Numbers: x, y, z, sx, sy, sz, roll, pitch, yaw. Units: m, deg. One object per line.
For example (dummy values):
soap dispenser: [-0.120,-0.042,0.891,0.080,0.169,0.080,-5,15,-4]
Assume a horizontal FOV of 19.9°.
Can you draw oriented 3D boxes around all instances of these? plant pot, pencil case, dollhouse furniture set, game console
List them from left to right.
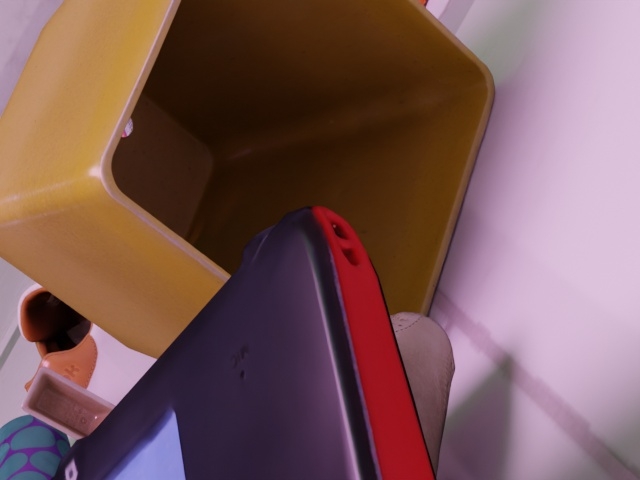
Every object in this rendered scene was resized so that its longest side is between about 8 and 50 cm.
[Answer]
pencil case: [-0.227,0.196,1.422,0.070,0.064,0.152,-42,19,8]
dollhouse furniture set: [-0.141,0.138,1.174,0.081,0.114,0.091,-17,44,61]
game console: [-0.063,0.224,0.671,0.386,0.060,0.342,-47,48,40]
plant pot: [-0.064,-0.043,0.967,0.187,0.212,0.212,-13,48,44]

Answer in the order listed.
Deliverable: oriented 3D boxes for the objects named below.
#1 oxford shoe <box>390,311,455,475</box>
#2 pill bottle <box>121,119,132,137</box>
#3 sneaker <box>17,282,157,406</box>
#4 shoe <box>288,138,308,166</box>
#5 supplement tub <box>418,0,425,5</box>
oxford shoe: [-0.056,0.168,0.898,0.397,0.140,0.146,-39,6,46]
pill bottle: [-0.067,-0.119,1.373,0.193,0.108,0.108,-52,19,29]
sneaker: [-0.155,0.031,1.373,0.106,0.123,0.290,-55,16,29]
shoe: [0.000,0.000,1.089,0.076,0.058,0.219,86,-157,-57]
supplement tub: [-0.027,-0.194,1.222,0.117,0.190,0.117,-54,17,25]
